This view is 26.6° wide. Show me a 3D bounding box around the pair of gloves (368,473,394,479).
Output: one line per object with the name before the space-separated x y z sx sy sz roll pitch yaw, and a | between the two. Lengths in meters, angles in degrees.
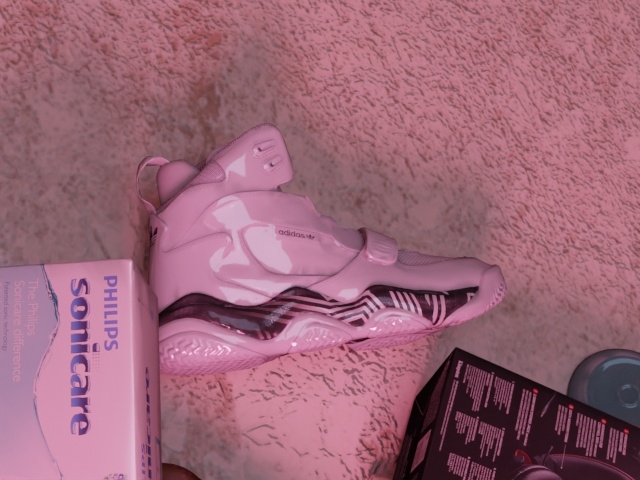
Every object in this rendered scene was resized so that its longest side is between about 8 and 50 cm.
pair of gloves | 0.150 0.330 1.271 0.204 0.042 0.240 1 56 -22

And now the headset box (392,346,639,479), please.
headset box | 0.213 0.262 1.245 0.293 0.110 0.218 23 51 -5

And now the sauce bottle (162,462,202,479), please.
sauce bottle | -0.107 0.268 1.154 0.344 0.111 0.111 38 62 -7

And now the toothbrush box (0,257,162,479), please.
toothbrush box | -0.275 0.139 1.047 0.295 0.126 0.216 -5 74 2

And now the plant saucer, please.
plant saucer | 0.318 0.164 1.409 0.119 0.021 0.119 1 64 -2

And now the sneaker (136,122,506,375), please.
sneaker | 0.000 0.000 1.272 0.366 0.137 0.210 -7 80 -23
